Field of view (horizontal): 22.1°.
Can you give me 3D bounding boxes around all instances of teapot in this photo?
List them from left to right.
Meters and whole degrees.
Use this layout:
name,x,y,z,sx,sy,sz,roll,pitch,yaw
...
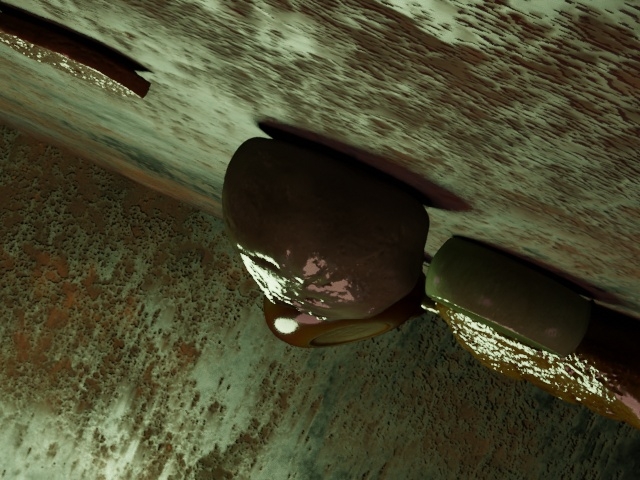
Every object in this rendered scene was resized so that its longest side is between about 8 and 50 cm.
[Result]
name,x,y,z,sx,sy,sz,roll,pitch,yaw
teapot,0.036,0.043,1.833,0.178,0.135,0.252,-20,166,42

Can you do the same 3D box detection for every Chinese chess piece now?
name,x,y,z,sx,sy,sz,roll,pitch,yaw
Chinese chess piece,0.160,0.047,1.390,0.144,0.058,0.144,26,177,1

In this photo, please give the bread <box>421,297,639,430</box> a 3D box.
name,x,y,z,sx,sy,sz,roll,pitch,yaw
bread,0.213,0.093,1.546,0.344,0.084,0.124,21,154,50

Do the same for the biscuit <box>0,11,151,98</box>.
name,x,y,z,sx,sy,sz,roll,pitch,yaw
biscuit,-0.182,-0.134,1.170,0.130,0.019,0.102,23,177,16

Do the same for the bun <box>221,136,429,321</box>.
name,x,y,z,sx,sy,sz,roll,pitch,yaw
bun,0.000,0.000,1.214,0.166,0.113,0.173,21,174,45
